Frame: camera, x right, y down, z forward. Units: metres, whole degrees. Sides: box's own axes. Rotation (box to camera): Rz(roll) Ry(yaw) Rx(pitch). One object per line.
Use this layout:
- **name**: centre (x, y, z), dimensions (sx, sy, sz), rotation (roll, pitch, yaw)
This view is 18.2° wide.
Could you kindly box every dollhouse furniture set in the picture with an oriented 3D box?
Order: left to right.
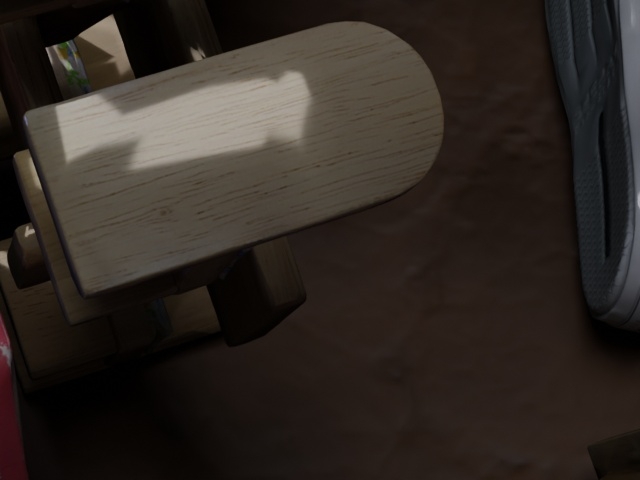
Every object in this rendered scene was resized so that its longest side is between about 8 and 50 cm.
- **dollhouse furniture set**: centre (0.000, 0.000, 0.544), dimensions (0.161, 0.212, 0.242), rotation (-18, 83, -14)

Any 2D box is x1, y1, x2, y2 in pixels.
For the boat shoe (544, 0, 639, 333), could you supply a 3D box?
- **boat shoe**: centre (0.125, -0.068, 0.685), dimensions (0.076, 0.083, 0.226), rotation (8, 65, -12)

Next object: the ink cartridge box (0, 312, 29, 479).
- **ink cartridge box**: centre (-0.245, 0.026, 0.558), dimensions (0.283, 0.117, 0.207), rotation (-17, 57, -15)
